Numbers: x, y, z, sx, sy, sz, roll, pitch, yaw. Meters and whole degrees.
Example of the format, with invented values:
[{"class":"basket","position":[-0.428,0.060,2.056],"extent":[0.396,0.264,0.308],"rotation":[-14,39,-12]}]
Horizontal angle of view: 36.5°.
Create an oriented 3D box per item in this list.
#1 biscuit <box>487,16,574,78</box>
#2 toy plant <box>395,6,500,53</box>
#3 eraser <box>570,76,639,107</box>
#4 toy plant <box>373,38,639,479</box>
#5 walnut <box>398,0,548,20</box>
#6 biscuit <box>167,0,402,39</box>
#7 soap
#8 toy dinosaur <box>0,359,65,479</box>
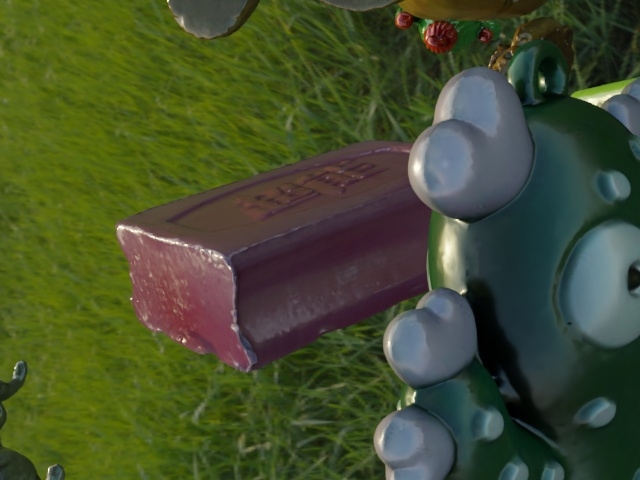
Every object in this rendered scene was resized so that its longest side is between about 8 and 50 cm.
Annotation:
[{"class":"biscuit","position":[0.262,-0.172,1.416],"extent":[0.081,0.289,0.334],"rotation":[32,124,23]},{"class":"toy plant","position":[0.202,-0.362,1.628],"extent":[0.155,0.240,0.088],"rotation":[32,122,29]},{"class":"eraser","position":[0.440,-0.153,1.050],"extent":[0.274,0.210,0.092],"rotation":[1,101,63]},{"class":"toy plant","position":[0.116,0.023,0.475],"extent":[0.112,0.232,0.243],"rotation":[4,84,44]},{"class":"walnut","position":[0.204,-0.495,1.333],"extent":[0.308,0.354,0.397],"rotation":[-30,62,52]},{"class":"biscuit","position":[-0.060,-0.219,0.556],"extent":[0.301,0.049,0.197],"rotation":[21,116,11]},{"class":"soap","position":[0.000,0.000,1.015],"extent":[0.233,0.359,0.128],"rotation":[14,119,51]},{"class":"toy dinosaur","position":[-0.352,0.200,0.991],"extent":[0.077,0.162,0.294],"rotation":[-6,111,18]}]
